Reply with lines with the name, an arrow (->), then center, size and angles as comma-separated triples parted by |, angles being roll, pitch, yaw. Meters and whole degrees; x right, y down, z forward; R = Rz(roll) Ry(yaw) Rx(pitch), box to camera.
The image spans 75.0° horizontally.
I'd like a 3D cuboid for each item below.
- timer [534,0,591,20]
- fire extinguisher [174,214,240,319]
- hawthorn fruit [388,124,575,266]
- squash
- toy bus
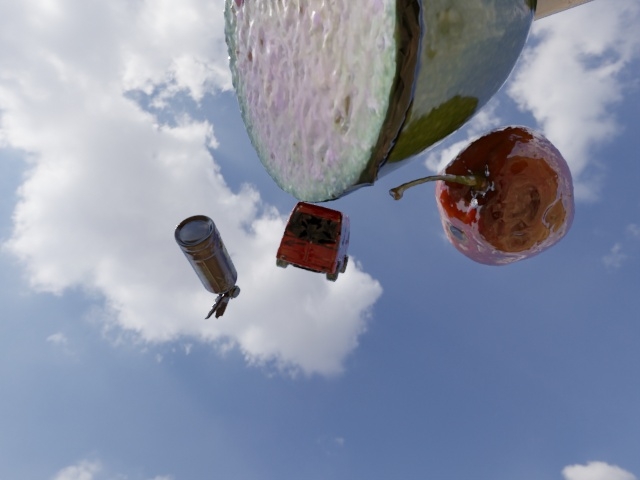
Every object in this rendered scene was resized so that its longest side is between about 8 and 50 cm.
timer -> 0.333, -0.429, 0.580 | 0.195, 0.195, 0.192 | -7, -65, 33
fire extinguisher -> -0.222, 0.066, 0.822 | 0.106, 0.075, 0.252 | -34, -34, -19
hawthorn fruit -> 0.170, -0.060, 0.452 | 0.286, 0.165, 0.165 | 13, -59, -45
squash -> 0.092, -0.218, 0.470 | 0.309, 0.310, 0.310 | -17, -57, -32
toy bus -> 0.000, 0.000, 0.581 | 0.081, 0.195, 0.089 | 15, -88, 8
